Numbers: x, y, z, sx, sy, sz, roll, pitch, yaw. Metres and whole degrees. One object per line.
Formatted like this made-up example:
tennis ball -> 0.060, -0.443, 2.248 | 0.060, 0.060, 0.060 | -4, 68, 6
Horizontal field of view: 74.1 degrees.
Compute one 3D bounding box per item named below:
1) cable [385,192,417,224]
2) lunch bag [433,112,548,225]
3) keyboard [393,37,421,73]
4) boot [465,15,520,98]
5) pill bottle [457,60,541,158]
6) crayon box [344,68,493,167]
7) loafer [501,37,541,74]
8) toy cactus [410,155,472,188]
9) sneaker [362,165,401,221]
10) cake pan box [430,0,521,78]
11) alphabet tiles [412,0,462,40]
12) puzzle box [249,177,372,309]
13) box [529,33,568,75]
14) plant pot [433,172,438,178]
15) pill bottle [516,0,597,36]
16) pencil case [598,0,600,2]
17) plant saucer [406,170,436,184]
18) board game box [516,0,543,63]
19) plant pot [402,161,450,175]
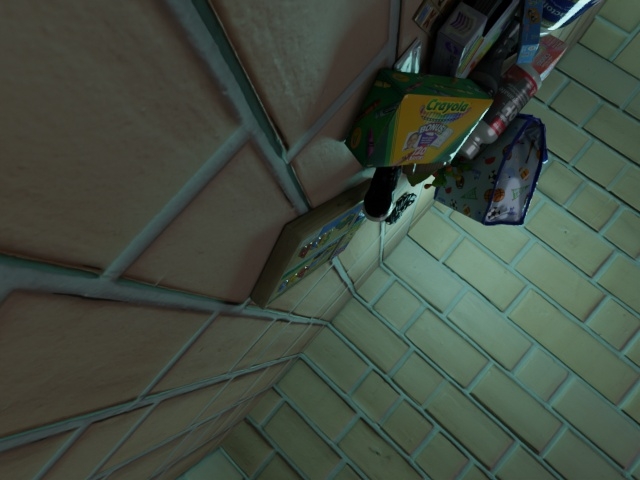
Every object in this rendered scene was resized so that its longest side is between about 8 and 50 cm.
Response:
cable -> 0.355, -0.152, 1.867 | 0.184, 0.047, 0.151 | -43, 160, -14
lunch bag -> 0.635, -0.285, 1.582 | 0.238, 0.328, 0.386 | -2, 112, -24
keyboard -> 0.180, -0.325, 0.902 | 0.072, 0.014, 0.256 | -44, 166, 0
boot -> 0.445, -0.479, 1.102 | 0.223, 0.118, 0.338 | -58, -179, 24
pill bottle -> 0.556, -0.437, 1.414 | 0.319, 0.176, 0.176 | -52, 166, 13
crayon box -> 0.202, -0.242, 0.860 | 0.278, 0.081, 0.165 | -11, 145, -36
loafer -> 0.591, -0.599, 1.258 | 0.251, 0.094, 0.087 | -52, 170, 14
toy cactus -> 0.434, -0.284, 1.556 | 0.218, 0.181, 0.112 | -12, 153, 34
sneaker -> 0.157, -0.160, 1.070 | 0.121, 0.079, 0.217 | 85, 22, -50
cake pan box -> 0.329, -0.450, 0.873 | 0.246, 0.070, 0.267 | -53, 170, 2
alphabet tiles -> 0.259, -0.464, 0.770 | 0.198, 0.009, 0.237 | -56, 164, 26
puzzle box -> 0.000, 0.000, 1.135 | 0.409, 0.052, 0.272 | -34, 160, -48
box -> 0.757, -0.634, 1.577 | 0.300, 0.142, 0.154 | -44, 166, -22
plant pot -> 0.600, -0.328, 1.865 | 0.191, 0.174, 0.191 | -48, 167, -14
pill bottle -> 0.598, -0.617, 1.040 | 0.153, 0.153, 0.265 | -50, -179, 4
pencil case -> 0.761, -0.777, 1.183 | 0.386, 0.167, 0.160 | -24, 120, -61
plant saucer -> 0.337, -0.278, 1.292 | 0.241, 0.037, 0.241 | -51, -165, 19
board game box -> 0.475, -0.530, 0.956 | 0.160, 0.039, 0.212 | -22, 114, -67
plant pot -> 0.307, -0.269, 1.103 | 0.237, 0.109, 0.237 | 22, 90, -78
